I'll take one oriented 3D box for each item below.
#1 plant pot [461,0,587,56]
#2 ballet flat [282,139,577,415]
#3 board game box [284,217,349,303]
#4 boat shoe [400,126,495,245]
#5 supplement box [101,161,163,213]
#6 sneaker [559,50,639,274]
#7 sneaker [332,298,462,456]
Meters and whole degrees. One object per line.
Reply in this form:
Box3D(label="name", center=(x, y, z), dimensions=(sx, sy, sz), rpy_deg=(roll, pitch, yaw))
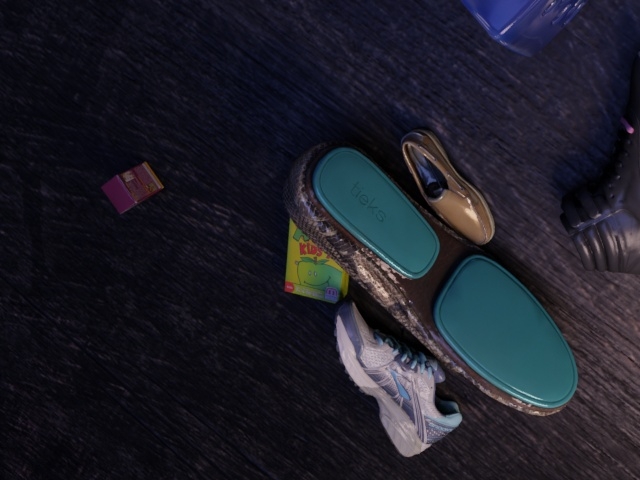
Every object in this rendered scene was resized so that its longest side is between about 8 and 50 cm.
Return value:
Box3D(label="plant pot", center=(0.217, -0.353, 0.775), dimensions=(0.212, 0.236, 0.236), rpy_deg=(-39, 81, 23))
Box3D(label="ballet flat", center=(0.140, 0.056, 1.025), dimensions=(0.483, 0.164, 0.182), rpy_deg=(42, 159, -6))
Box3D(label="board game box", center=(0.000, 0.000, 1.129), dimensions=(0.092, 0.043, 0.181), rpy_deg=(13, 116, 17))
Box3D(label="boat shoe", center=(0.168, -0.064, 1.018), dimensions=(0.068, 0.072, 0.190), rpy_deg=(-37, 95, 29))
Box3D(label="supplement box", center=(-0.300, -0.085, 1.190), dimensions=(0.043, 0.083, 0.055), rpy_deg=(-30, 97, 29))
Box3D(label="sneaker", center=(0.365, -0.079, 0.912), dimensions=(0.147, 0.104, 0.295), rpy_deg=(-7, 113, 19))
Box3D(label="sneaker", center=(0.119, 0.193, 1.140), dimensions=(0.122, 0.110, 0.283), rpy_deg=(-29, 108, 14))
